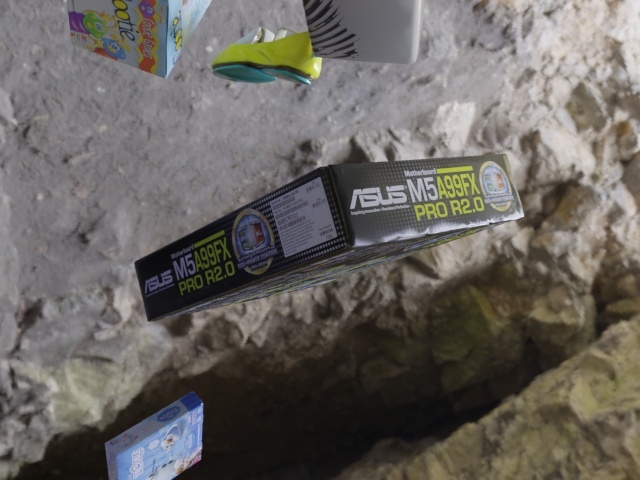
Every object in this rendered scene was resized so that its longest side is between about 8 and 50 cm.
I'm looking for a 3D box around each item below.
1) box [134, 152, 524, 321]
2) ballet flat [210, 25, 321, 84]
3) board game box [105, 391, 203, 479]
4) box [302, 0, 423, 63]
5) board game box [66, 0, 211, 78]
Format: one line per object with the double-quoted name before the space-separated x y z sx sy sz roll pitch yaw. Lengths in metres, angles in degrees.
"box" 0.000 0.000 0.647 0.216 0.060 0.270 -10 172 -43
"ballet flat" -0.072 -0.260 1.054 0.077 0.231 0.077 14 92 -39
"board game box" -0.148 0.191 0.679 0.090 0.020 0.090 -27 142 -34
"box" 0.032 -0.238 0.534 0.094 0.113 0.275 6 165 8
"board game box" -0.223 -0.387 1.044 0.142 0.275 0.144 20 147 -1
